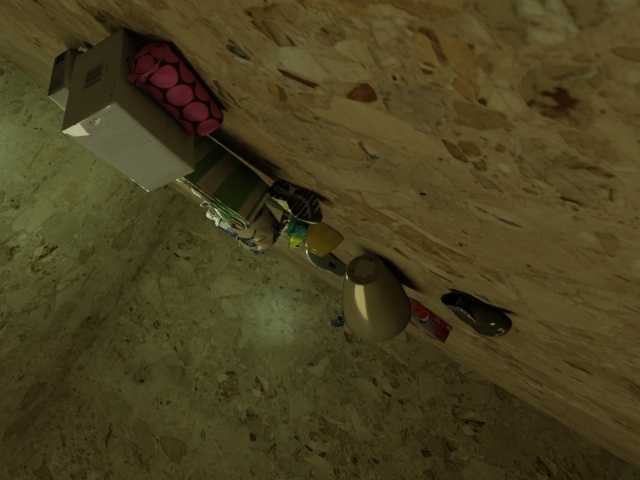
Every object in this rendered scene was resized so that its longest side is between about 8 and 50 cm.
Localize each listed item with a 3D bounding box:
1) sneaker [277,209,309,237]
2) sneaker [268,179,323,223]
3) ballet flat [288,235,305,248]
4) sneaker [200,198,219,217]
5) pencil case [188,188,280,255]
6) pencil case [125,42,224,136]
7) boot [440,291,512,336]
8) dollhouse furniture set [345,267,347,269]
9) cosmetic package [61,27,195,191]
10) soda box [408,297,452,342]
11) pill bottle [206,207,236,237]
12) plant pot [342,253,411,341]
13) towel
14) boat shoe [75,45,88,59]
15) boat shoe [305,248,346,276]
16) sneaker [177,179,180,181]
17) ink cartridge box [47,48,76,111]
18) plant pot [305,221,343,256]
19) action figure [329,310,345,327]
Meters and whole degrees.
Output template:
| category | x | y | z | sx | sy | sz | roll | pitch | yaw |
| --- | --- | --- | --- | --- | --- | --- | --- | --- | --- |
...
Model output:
| category | x | y | z | sx | sy | sz | roll | pitch | yaw |
| --- | --- | --- | --- | --- | --- | --- | --- | --- | --- |
| sneaker | -0.088 | -0.061 | 1.458 | 0.110 | 0.106 | 0.275 | 16 | 176 | 2 |
| sneaker | -0.057 | -0.103 | 1.152 | 0.208 | 0.081 | 0.094 | 39 | 177 | 38 |
| ballet flat | -0.110 | 0.004 | 1.873 | 0.077 | 0.077 | 0.231 | 16 | 169 | -2 |
| sneaker | -0.411 | -0.144 | 1.830 | 0.305 | 0.152 | 0.114 | 27 | 167 | 20 |
| pencil case | -0.293 | -0.112 | 1.424 | 0.160 | 0.184 | 0.410 | 56 | 179 | 38 |
| pencil case | -0.291 | -0.298 | 0.829 | 0.095 | 0.098 | 0.209 | 26 | 169 | 30 |
| boot | 0.429 | 0.205 | 1.133 | 0.106 | 0.082 | 0.219 | 32 | 173 | -14 |
| dollhouse furniture set | 0.168 | 0.192 | 1.892 | 0.114 | 0.081 | 0.091 | 24 | 167 | 41 |
| cosmetic package | -0.394 | -0.268 | 0.861 | 0.224 | 0.138 | 0.224 | 45 | -152 | -55 |
| soda box | 0.453 | 0.349 | 1.775 | 0.263 | 0.083 | 0.092 | 37 | 169 | -21 |
| pill bottle | -0.478 | -0.111 | 2.203 | 0.265 | 0.153 | 0.153 | 33 | 170 | -2 |
| plant pot | 0.179 | 0.180 | 1.423 | 0.257 | 0.256 | 0.274 | 25 | 152 | 35 |
| towel | -0.294 | -0.187 | 1.106 | 0.325 | 0.038 | 0.247 | 36 | -147 | -12 |
| boat shoe | -0.589 | -0.422 | 1.167 | 0.109 | 0.091 | 0.305 | 28 | 170 | 21 |
| boat shoe | 0.011 | 0.095 | 1.865 | 0.084 | 0.095 | 0.258 | 13 | 158 | 51 |
| sneaker | -0.454 | -0.265 | 1.406 | 0.150 | 0.135 | 0.366 | 33 | 172 | 13 |
| ink cartridge box | -0.672 | -0.405 | 1.192 | 0.239 | 0.060 | 0.275 | 56 | -176 | -49 |
| plant pot | 0.000 | 0.000 | 1.414 | 0.134 | 0.095 | 0.134 | 31 | 170 | 6 |
| action figure | 0.200 | 0.289 | 1.866 | 0.330 | 0.342 | 0.178 | 54 | -164 | -48 |
